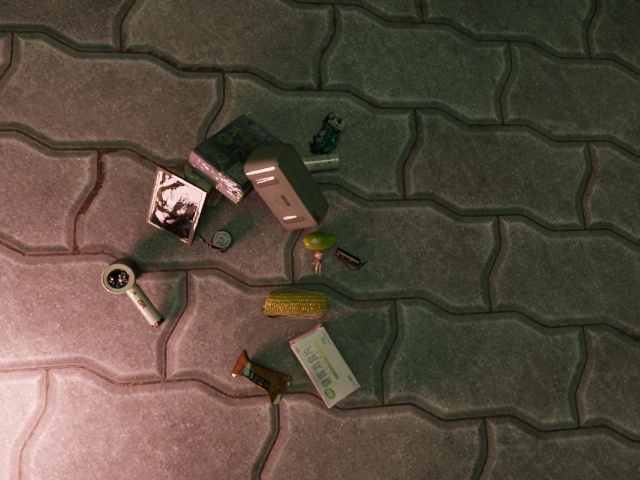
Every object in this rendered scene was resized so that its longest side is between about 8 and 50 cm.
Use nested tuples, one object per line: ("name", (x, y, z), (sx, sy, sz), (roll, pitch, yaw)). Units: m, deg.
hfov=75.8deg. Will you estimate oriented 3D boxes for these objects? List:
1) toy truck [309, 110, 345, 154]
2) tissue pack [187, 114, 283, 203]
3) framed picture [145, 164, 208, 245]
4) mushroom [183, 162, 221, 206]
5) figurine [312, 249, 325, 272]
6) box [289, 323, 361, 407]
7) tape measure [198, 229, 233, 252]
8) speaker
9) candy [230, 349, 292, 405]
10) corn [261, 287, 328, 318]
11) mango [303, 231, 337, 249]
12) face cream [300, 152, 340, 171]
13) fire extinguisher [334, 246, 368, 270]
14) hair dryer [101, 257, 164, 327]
("toy truck", (0.040, -0.520, 2.032), (0.116, 0.110, 0.216), (31, 78, -15))
("tissue pack", (-0.360, -0.380, 1.863), (0.288, 0.124, 0.394), (38, 49, -2))
("framed picture", (-0.640, -0.146, 1.818), (0.240, 0.324, 0.020), (30, 36, -2))
("mushroom", (-0.545, -0.249, 1.880), (0.173, 0.162, 0.236), (20, 37, 0))
("figurine", (-0.009, 0.101, 1.962), (0.064, 0.047, 0.109), (4, 92, -14))
("box", (0.014, 0.552, 1.848), (0.173, 0.145, 0.333), (-32, 87, -12))
("tape measure", (-0.464, -0.011, 1.862), (0.104, 0.180, 0.107), (24, 80, 13))
("speaker", (-0.138, -0.228, 1.807), (0.406, 0.184, 0.183), (56, 46, -36))
("candy", (-0.264, 0.613, 1.831), (0.271, 0.101, 0.143), (33, 74, -8))
("corn", (-0.117, 0.295, 1.891), (0.304, 0.122, 0.124), (4, 109, -4))
("mango", (0.000, 0.000, 1.962), (0.164, 0.074, 0.091), (-7, 81, -8))
("face cream", (-0.042, -0.376, 2.009), (0.268, 0.082, 0.082), (-8, 83, -7))
("fire extinguisher", (0.142, 0.094, 1.985), (0.157, 0.045, 0.078), (28, 107, -3))
("hair dryer", (-0.792, 0.245, 1.788), (0.128, 0.203, 0.362), (-34, 104, -13))
